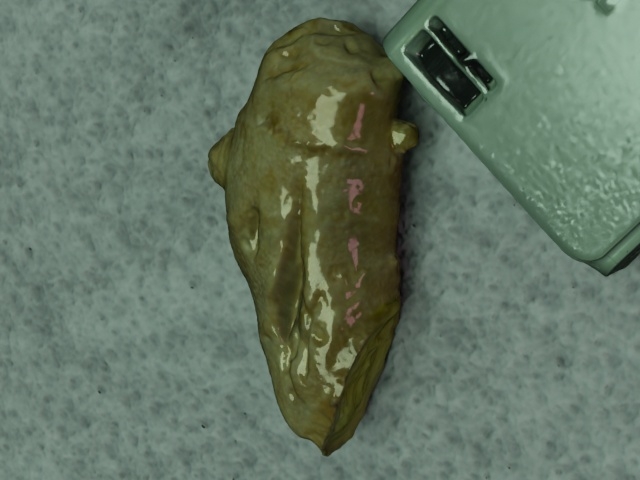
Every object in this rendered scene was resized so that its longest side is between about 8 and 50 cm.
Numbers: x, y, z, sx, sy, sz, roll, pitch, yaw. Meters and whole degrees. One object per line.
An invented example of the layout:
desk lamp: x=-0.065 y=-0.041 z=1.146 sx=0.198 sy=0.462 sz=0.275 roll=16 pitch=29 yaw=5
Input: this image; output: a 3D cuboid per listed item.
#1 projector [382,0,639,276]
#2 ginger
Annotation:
projector: x=0.199 y=-0.129 z=1.202 sx=0.250 sy=0.108 sz=0.198 roll=49 pitch=117 yaw=12
ginger: x=0.000 y=0.000 z=1.320 sx=0.190 sy=0.126 sz=0.354 roll=-4 pitch=94 yaw=24
